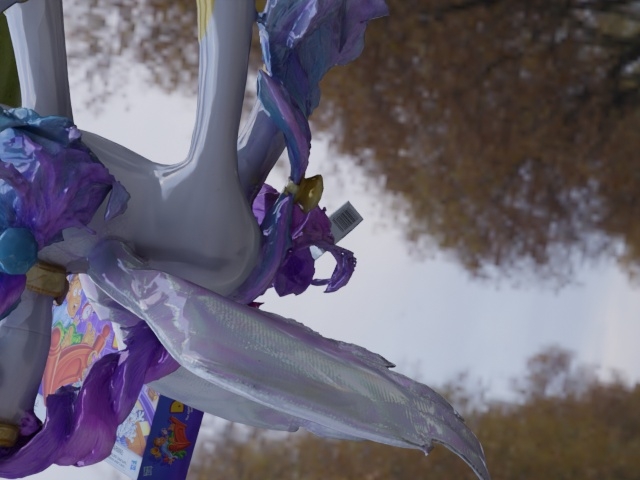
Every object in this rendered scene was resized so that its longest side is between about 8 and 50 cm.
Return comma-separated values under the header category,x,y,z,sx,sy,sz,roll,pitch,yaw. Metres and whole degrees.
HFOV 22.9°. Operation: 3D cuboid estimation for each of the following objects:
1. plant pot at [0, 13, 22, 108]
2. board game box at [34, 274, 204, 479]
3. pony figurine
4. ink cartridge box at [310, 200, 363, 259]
category,x,y,z,sx,sy,sz,roll,pitch,yaw
plant pot,-0.464,-0.212,1.717,0.353,0.366,0.366,-58,-2,37
board game box,-0.272,0.156,2.096,0.078,0.347,0.233,14,-86,-40
pony figurine,-0.082,0.000,0.870,0.303,0.351,0.364,149,133,-76
ink cartridge box,0.000,0.000,1.691,0.063,0.029,0.115,-40,-1,-22
